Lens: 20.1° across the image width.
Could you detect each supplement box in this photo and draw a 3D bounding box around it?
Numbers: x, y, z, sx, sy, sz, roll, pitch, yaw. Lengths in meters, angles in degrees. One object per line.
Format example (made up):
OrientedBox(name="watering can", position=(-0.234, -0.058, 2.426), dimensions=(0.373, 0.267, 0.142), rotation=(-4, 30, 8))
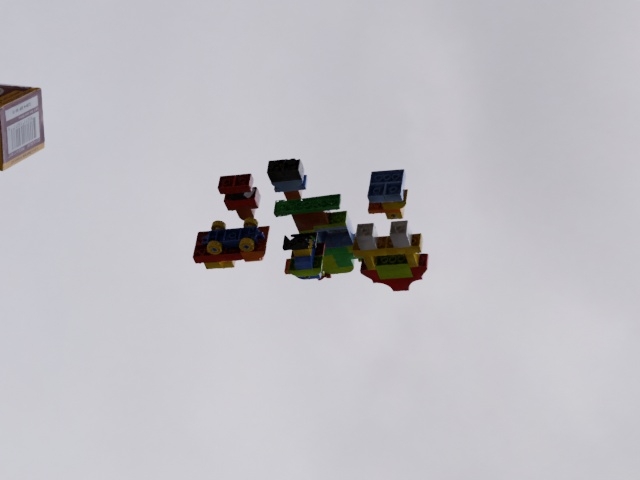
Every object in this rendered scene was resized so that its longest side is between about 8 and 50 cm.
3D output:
OrientedBox(name="supplement box", position=(-0.440, -0.145, 2.183), dimensions=(0.188, 0.104, 0.081), rotation=(8, -69, 20))

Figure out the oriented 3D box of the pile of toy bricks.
OrientedBox(name="pile of toy bricks", position=(0.000, 0.000, 1.666), dimensions=(0.212, 0.105, 0.118), rotation=(-4, -131, 16))
